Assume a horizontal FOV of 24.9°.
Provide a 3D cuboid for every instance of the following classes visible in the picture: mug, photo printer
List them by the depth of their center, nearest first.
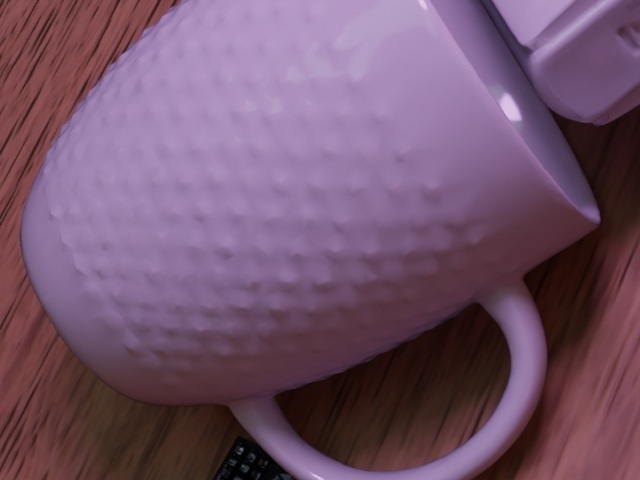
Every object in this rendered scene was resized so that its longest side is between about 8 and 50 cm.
[{"bbox_3d":[0.202,-0.247,0.955,0.256,0.107,0.307,-38,37,16],"label":"photo printer"},{"bbox_3d":[0.000,0.000,0.969,0.328,0.276,0.374,-33,84,16],"label":"mug"}]

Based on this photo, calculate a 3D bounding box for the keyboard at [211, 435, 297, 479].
[{"bbox_3d":[-0.087,0.224,1.018,0.108,0.023,0.180,23,75,34],"label":"keyboard"}]
